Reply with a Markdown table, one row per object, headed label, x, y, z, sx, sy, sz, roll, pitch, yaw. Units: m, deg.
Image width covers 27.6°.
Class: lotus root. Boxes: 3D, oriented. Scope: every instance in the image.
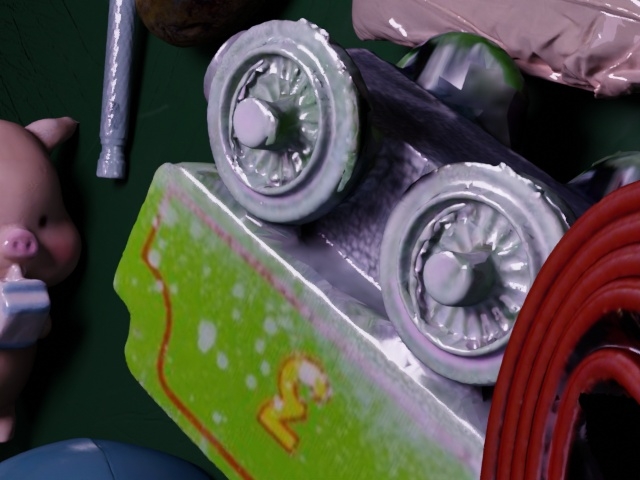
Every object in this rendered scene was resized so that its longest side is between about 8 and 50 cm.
| label | x | y | z | sx | sy | sz | roll | pitch | yaw |
| --- | --- | --- | --- | --- | --- | --- | --- | --- | --- |
| lotus root | -0.087 | -0.199 | 0.994 | 0.179 | 0.089 | 0.080 | -30 | 16 | 50 |

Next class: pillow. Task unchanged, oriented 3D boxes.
| label | x | y | z | sx | sy | sz | roll | pitch | yaw |
| --- | --- | --- | --- | --- | --- | --- | --- | --- | --- |
| pillow | 0.126 | -0.173 | 0.723 | 0.270 | 0.067 | 0.173 | 26 | 98 | 52 |

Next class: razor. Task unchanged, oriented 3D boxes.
| label | x | y | z | sx | sy | sz | roll | pitch | yaw |
| --- | --- | --- | --- | --- | --- | --- | --- | --- | --- |
| razor | -0.174 | -0.170 | 1.140 | 0.106 | 0.068 | 0.231 | 9 | 95 | 55 |

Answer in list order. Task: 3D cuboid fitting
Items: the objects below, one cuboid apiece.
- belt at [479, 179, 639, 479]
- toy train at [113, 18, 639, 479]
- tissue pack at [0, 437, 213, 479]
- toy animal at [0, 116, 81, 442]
| label | x | y | z | sx | sy | sz | roll | pitch | yaw |
| --- | --- | --- | --- | --- | --- | --- | --- | --- | --- |
| belt | 0.154 | 0.132 | 0.405 | 0.227 | 0.115 | 0.323 | 122 | 150 | -46 |
| toy train | 0.042 | 0.032 | 0.667 | 0.307 | 0.173 | 0.248 | 41 | 119 | 30 |
| tissue pack | -0.165 | 0.286 | 0.883 | 0.198 | 0.206 | 0.287 | -47 | 46 | 38 |
| toy animal | -0.318 | 0.024 | 1.166 | 0.213 | 0.195 | 0.256 | 49 | 118 | 38 |
